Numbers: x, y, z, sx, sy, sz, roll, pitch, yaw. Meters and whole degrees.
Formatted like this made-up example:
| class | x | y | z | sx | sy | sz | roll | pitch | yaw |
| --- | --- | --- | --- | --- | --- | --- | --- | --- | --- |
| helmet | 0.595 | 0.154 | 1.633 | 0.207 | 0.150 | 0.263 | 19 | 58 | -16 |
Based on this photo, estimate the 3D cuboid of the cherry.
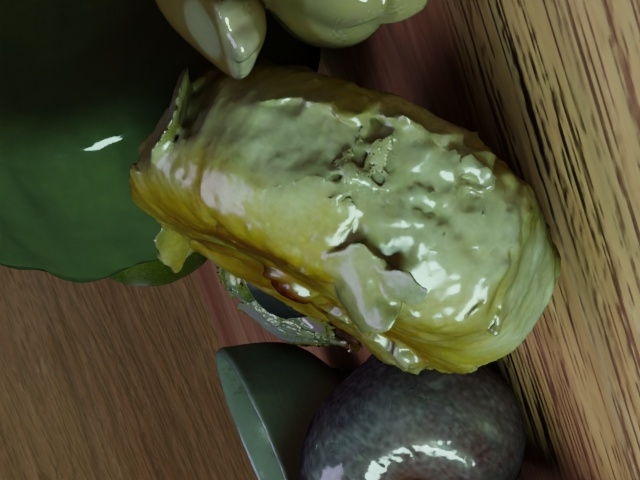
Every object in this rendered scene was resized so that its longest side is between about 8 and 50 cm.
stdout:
| class | x | y | z | sx | sy | sz | roll | pitch | yaw |
| --- | --- | --- | --- | --- | --- | --- | --- | --- | --- |
| cherry | 0.067 | 0.145 | 0.753 | 0.140 | 0.176 | 0.176 | 45 | 172 | -12 |

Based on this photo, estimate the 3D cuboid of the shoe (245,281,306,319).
| class | x | y | z | sx | sy | sz | roll | pitch | yaw |
| --- | --- | --- | --- | --- | --- | --- | --- | --- | --- |
| shoe | 0.000 | 0.000 | 0.836 | 0.291 | 0.137 | 0.114 | 27 | 138 | 68 |

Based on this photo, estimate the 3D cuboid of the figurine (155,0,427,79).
| class | x | y | z | sx | sy | sz | roll | pitch | yaw |
| --- | --- | --- | --- | --- | --- | --- | --- | --- | --- |
| figurine | -0.027 | -0.199 | 0.521 | 0.247 | 0.173 | 0.177 | 37 | 153 | 39 |

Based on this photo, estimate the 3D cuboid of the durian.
| class | x | y | z | sx | sy | sz | roll | pitch | yaw |
| --- | --- | --- | --- | --- | --- | --- | --- | --- | --- |
| durian | -0.031 | 0.058 | 1.209 | 0.208 | 0.102 | 0.146 | 36 | 157 | 23 |

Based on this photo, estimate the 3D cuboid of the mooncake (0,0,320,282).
| class | x | y | z | sx | sy | sz | roll | pitch | yaw |
| --- | --- | --- | --- | --- | --- | --- | --- | --- | --- |
| mooncake | -0.176 | -0.147 | 0.834 | 0.194 | 0.356 | 0.356 | 78 | 165 | -56 |

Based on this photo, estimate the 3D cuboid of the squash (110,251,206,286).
| class | x | y | z | sx | sy | sz | roll | pitch | yaw |
| --- | --- | --- | --- | --- | --- | --- | --- | --- | --- |
| squash | -0.267 | -0.088 | 1.550 | 0.384 | 0.263 | 0.263 | 117 | 130 | -74 |

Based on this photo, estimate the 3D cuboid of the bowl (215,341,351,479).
| class | x | y | z | sx | sy | sz | roll | pitch | yaw |
| --- | --- | --- | --- | --- | --- | --- | --- | --- | --- |
| bowl | -0.011 | 0.243 | 1.296 | 0.289 | 0.146 | 0.289 | 159 | 90 | -77 |

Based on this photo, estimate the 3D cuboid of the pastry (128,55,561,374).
| class | x | y | z | sx | sy | sz | roll | pitch | yaw |
| --- | --- | --- | --- | --- | --- | --- | --- | --- | --- |
| pastry | 0.012 | -0.003 | 0.595 | 0.236 | 0.121 | 0.257 | 27 | 168 | 2 |
